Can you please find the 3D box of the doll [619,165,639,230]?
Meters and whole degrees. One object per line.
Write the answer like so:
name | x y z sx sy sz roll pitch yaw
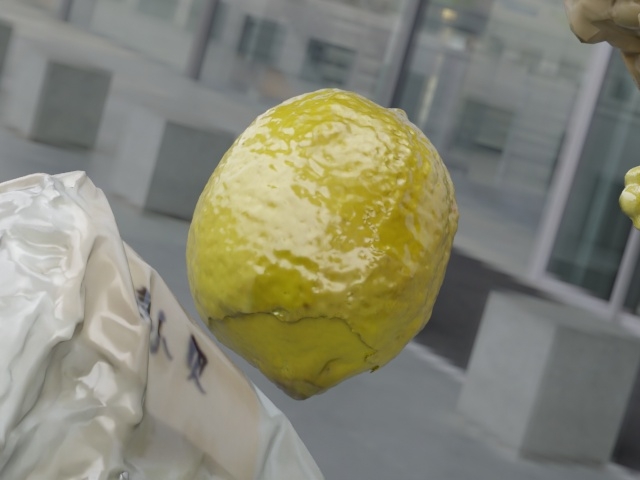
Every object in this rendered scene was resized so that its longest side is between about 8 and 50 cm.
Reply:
doll | 0.257 -0.027 0.977 0.117 0.141 0.296 -9 -8 -12

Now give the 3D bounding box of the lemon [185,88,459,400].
lemon | 0.002 -0.002 1.185 0.181 0.193 0.180 33 7 -4

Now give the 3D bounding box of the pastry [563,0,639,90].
pastry | 0.162 -0.088 0.397 0.285 0.184 0.315 19 -19 11

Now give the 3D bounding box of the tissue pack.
tissue pack | -0.158 0.145 0.755 0.390 0.195 0.375 -8 -36 23
